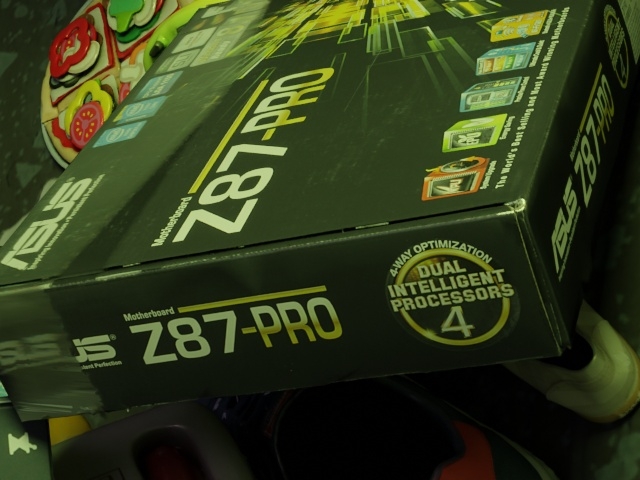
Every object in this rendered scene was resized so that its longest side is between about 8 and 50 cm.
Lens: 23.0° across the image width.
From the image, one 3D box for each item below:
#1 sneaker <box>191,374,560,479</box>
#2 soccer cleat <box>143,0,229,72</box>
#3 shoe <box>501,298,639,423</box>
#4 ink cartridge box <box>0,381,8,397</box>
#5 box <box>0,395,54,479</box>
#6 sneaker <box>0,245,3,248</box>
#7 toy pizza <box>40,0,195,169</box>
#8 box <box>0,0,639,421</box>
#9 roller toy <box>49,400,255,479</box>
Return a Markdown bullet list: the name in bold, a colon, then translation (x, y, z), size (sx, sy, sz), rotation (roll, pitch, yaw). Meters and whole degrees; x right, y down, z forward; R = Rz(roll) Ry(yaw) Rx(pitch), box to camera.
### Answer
- **sneaker**: translation (-0.007, 0.117, 1.022), size (0.350, 0.148, 0.131), rotation (18, 83, 43)
- **soccer cleat**: translation (-0.019, -0.196, 1.235), size (0.289, 0.093, 0.121), rotation (-29, 24, 33)
- **shoe**: translation (0.120, 0.036, 1.014), size (0.076, 0.058, 0.219), rotation (-55, 47, 6)
- **ink cartridge box**: translation (-0.257, 0.187, 1.240), size (0.092, 0.090, 0.143), rotation (-34, 52, 25)
- **box**: translation (-0.277, 0.282, 0.948), size (0.312, 0.179, 0.343), rotation (-25, 70, 59)
- **sneaker**: translation (-0.395, 0.106, 1.334), size (0.331, 0.122, 0.146), rotation (-22, 89, -11)
- **toy pizza**: translation (-0.178, -0.152, 1.367), size (0.201, 0.032, 0.201), rotation (-18, 60, 34)
- **box**: translation (0.017, -0.056, 0.938), size (0.318, 0.097, 0.395), rotation (-10, 28, 25)
- **roller toy**: translation (-0.111, 0.206, 0.990), size (0.191, 0.146, 0.209), rotation (177, 75, -73)
